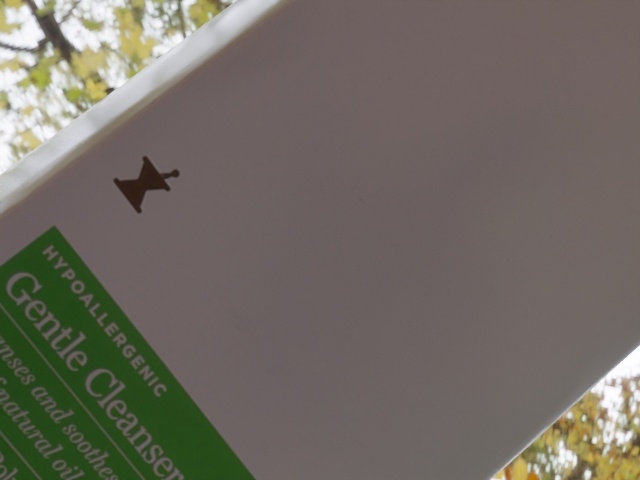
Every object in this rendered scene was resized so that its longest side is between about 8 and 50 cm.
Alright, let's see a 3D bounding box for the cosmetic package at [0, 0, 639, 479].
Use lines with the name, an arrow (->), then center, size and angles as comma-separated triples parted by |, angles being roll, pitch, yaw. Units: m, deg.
cosmetic package -> 0.000, 0.000, 0.480 | 0.365, 0.155, 0.197 | -40, -74, -10
